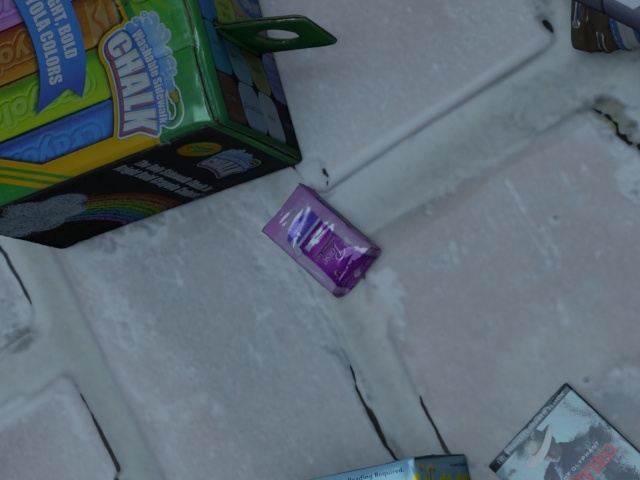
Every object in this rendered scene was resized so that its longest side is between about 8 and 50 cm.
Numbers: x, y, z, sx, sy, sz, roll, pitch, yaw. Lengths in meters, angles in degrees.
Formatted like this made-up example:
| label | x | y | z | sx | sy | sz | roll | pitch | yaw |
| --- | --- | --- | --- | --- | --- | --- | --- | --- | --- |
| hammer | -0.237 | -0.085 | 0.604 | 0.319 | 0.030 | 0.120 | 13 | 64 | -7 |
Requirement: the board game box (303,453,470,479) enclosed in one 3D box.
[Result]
| label | x | y | z | sx | sy | sz | roll | pitch | yaw |
| --- | --- | --- | --- | --- | --- | --- | --- | --- | --- |
| board game box | 0.047 | 0.300 | 1.198 | 0.144 | 0.142 | 0.275 | -14 | 79 | 17 |

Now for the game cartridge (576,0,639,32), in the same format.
| label | x | y | z | sx | sy | sz | roll | pitch | yaw |
| --- | --- | --- | --- | --- | --- | --- | --- | --- | --- |
| game cartridge | 0.335 | -0.267 | 1.082 | 0.230 | 0.068 | 0.355 | 30 | 90 | 12 |

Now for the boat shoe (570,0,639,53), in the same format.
| label | x | y | z | sx | sy | sz | roll | pitch | yaw |
| --- | --- | --- | --- | --- | --- | --- | --- | --- | --- |
| boat shoe | 0.202 | -0.228 | 1.248 | 0.066 | 0.066 | 0.183 | -8 | 76 | 28 |

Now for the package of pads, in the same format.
| label | x | y | z | sx | sy | sz | roll | pitch | yaw |
| --- | --- | --- | --- | --- | --- | --- | --- | --- | --- |
| package of pads | 0.000 | 0.000 | 1.310 | 0.083 | 0.032 | 0.050 | 42 | 101 | 19 |

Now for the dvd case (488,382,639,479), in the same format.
| label | x | y | z | sx | sy | sz | roll | pitch | yaw |
| --- | --- | --- | --- | --- | --- | --- | --- | --- | --- |
| dvd case | 0.193 | 0.175 | 1.230 | 0.119 | 0.013 | 0.087 | 45 | 99 | 20 |

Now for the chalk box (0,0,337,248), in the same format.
| label | x | y | z | sx | sy | sz | roll | pitch | yaw |
| --- | --- | --- | --- | --- | --- | --- | --- | --- | --- |
| chalk box | -0.135 | -0.129 | 1.298 | 0.289 | 0.180 | 0.179 | -20 | 77 | 15 |
